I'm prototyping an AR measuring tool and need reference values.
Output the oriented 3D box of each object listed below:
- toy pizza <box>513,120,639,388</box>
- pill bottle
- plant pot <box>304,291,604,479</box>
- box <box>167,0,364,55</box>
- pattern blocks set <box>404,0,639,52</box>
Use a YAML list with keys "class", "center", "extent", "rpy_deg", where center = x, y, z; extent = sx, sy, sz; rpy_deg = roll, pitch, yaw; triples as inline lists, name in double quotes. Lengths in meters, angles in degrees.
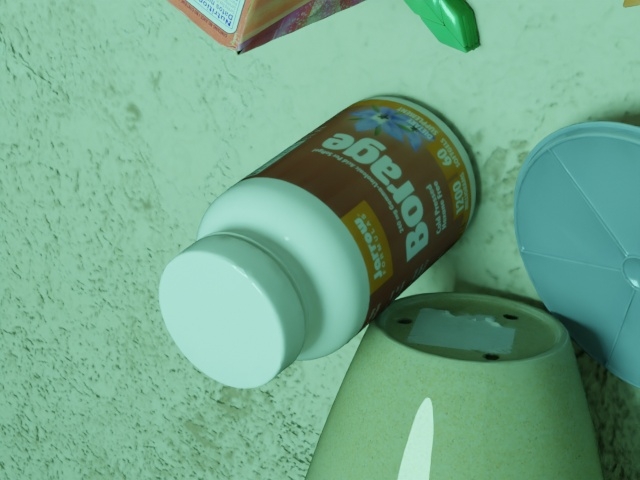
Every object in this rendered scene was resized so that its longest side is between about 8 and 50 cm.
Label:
- class: "toy pizza"
  center: [0.203, 0.013, 0.799]
  extent: [0.201, 0.032, 0.201]
  rpy_deg: [35, 145, 30]
- class: "pill bottle"
  center: [0.000, 0.000, 0.833]
  extent: [0.121, 0.216, 0.121]
  rpy_deg: [19, 126, 27]
- class: "plant pot"
  center: [0.089, 0.184, 0.882]
  extent: [0.256, 0.256, 0.274]
  rpy_deg: [14, 112, 30]
- class: "box"
  center: [-0.088, -0.266, 0.769]
  extent: [0.300, 0.142, 0.154]
  rpy_deg: [40, 134, 19]
- class: "pattern blocks set"
  center: [0.118, -0.248, 0.725]
  extent: [0.285, 0.026, 0.325]
  rpy_deg: [43, 134, 8]
